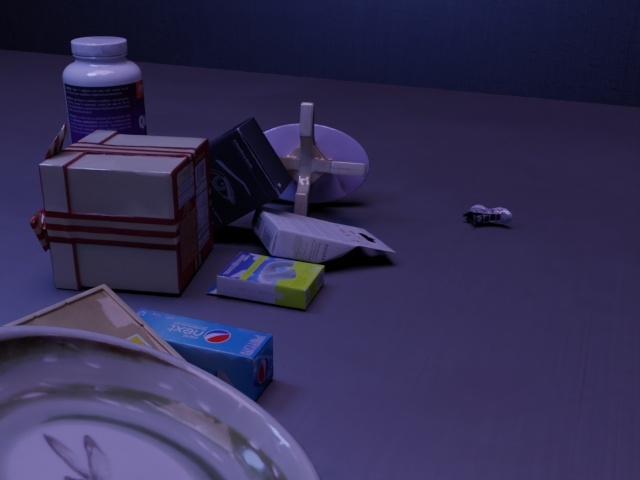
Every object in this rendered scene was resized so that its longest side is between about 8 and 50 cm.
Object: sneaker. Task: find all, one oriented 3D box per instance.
[{"bbox_3d":[0.343,-0.046,1.583,0.098,0.038,0.069,9,24,41],"label":"sneaker"}]

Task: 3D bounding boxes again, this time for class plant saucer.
[{"bbox_3d":[-0.192,0.215,0.714,0.401,0.100,0.400,23,11,-5],"label":"plant saucer"}]

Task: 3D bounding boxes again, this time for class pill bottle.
[{"bbox_3d":[-0.506,-0.309,1.799,0.182,0.322,0.181,1,24,0],"label":"pill bottle"}]

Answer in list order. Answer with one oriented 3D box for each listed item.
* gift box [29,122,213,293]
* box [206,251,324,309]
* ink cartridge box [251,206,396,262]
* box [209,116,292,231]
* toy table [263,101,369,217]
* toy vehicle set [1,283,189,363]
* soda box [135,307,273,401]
[{"bbox_3d":[-0.342,-0.077,1.342,0.258,0.276,0.255,3,18,7],"label":"gift box"},{"bbox_3d":[-0.093,0.066,1.295,0.178,0.042,0.109,9,24,15],"label":"box"},{"bbox_3d":[0.000,0.000,1.442,0.232,0.066,0.189,16,10,-20],"label":"ink cartridge box"},{"bbox_3d":[-0.185,-0.120,1.481,0.207,0.153,0.108,-26,14,20],"label":"box"},{"bbox_3d":[-0.034,-0.160,1.617,0.274,0.252,0.161,-7,6,5],"label":"toy table"},{"bbox_3d":[-0.251,0.170,0.930,0.267,0.035,0.166,38,38,23],"label":"toy vehicle set"},{"bbox_3d":[-0.172,0.155,1.044,0.210,0.071,0.067,9,25,19],"label":"soda box"}]
